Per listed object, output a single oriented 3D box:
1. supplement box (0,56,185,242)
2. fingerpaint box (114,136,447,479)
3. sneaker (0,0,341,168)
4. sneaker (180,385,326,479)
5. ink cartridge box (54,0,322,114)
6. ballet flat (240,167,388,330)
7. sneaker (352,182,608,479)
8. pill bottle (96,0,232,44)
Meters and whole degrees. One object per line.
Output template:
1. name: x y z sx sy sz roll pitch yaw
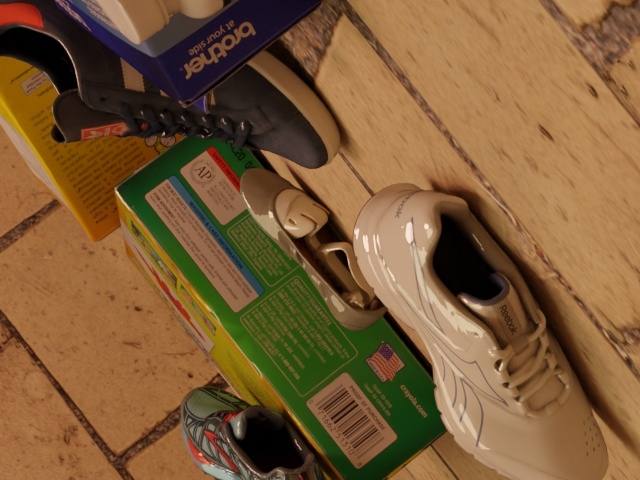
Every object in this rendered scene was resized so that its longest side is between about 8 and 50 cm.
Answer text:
1. supplement box: -0.309 -0.209 2.109 0.194 0.195 0.356 42 165 46
2. fingerpaint box: -0.047 0.104 2.100 0.445 0.163 0.371 51 169 8
3. sneaker: -0.157 -0.128 1.570 0.350 0.148 0.131 28 159 0
4. sneaker: -0.070 0.218 1.943 0.262 0.104 0.125 36 143 43
5. ink cartridge box: -0.163 -0.282 1.347 0.270 0.151 0.395 39 165 52
6. ballet flat: 0.000 0.000 1.857 0.213 0.072 0.068 52 143 -4
7. sneaker: 0.136 0.085 1.391 0.297 0.111 0.129 53 164 -9
8. pill bottle: -0.069 -0.202 1.118 0.094 0.169 0.094 50 170 12
